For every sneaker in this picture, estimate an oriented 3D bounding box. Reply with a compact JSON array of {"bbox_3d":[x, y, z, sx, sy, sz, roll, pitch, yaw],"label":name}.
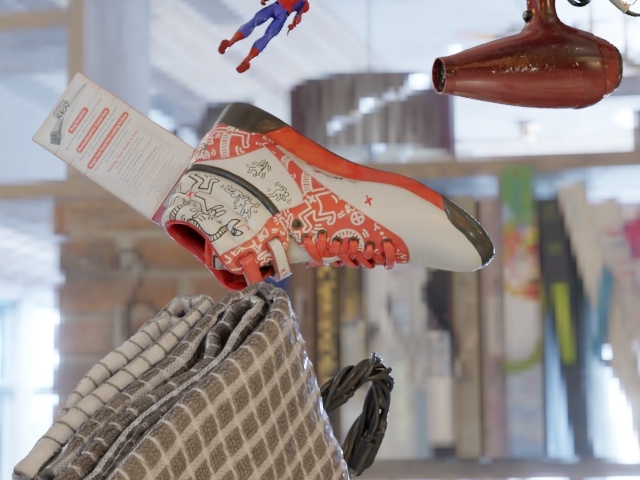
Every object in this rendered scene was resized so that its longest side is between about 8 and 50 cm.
[{"bbox_3d":[-0.001,0.000,1.555,0.270,0.145,0.090,27,-23,13],"label":"sneaker"}]

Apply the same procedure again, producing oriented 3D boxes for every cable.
[{"bbox_3d":[0.017,0.203,2.076,0.150,0.184,0.047,1,30,-43],"label":"cable"}]

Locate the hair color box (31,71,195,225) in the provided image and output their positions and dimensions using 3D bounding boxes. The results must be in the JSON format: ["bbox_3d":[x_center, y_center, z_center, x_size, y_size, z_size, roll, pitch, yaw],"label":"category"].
[{"bbox_3d":[-0.219,-0.100,2.023,0.167,0.093,0.053,34,-2,12],"label":"hair color box"}]

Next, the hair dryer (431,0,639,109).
[{"bbox_3d":[0.217,-0.232,1.835,0.223,0.293,0.080,43,-22,0],"label":"hair dryer"}]

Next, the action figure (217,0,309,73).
[{"bbox_3d":[-0.037,-0.184,1.517,0.038,0.115,0.030,43,-35,-4],"label":"action figure"}]

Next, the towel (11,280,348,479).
[{"bbox_3d":[-0.071,0.184,1.075,0.121,0.235,0.283,-6,23,26],"label":"towel"}]
